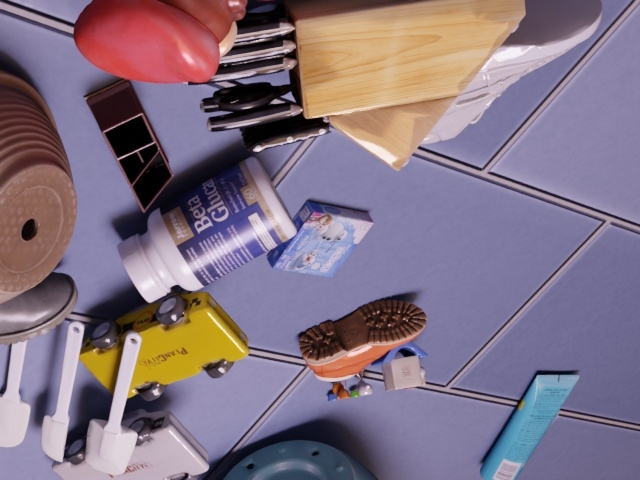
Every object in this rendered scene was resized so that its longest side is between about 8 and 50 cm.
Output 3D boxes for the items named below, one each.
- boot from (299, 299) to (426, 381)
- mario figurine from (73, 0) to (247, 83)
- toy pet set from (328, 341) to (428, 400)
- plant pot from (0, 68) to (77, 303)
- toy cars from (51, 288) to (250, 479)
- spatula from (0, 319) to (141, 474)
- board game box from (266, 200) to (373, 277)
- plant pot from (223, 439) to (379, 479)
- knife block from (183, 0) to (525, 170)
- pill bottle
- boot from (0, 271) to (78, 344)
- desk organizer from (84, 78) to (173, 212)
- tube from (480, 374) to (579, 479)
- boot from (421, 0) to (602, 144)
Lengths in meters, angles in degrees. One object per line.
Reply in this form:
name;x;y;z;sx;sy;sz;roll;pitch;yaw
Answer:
boot;0.055;0.125;1.816;0.158;0.059;0.084;-17;145;-1
mario figurine;-0.088;-0.271;1.251;0.320;0.170;0.198;-43;105;2
toy pet set;0.078;0.159;1.882;0.122;0.065;0.114;-7;173;-21
plant pot;-0.289;-0.028;1.292;0.237;0.110;0.237;-39;141;-42
toy cars;-0.190;0.171;1.685;0.176;0.087;0.393;19;133;-2
spatula;-0.275;0.164;1.630;0.168;0.019;0.242;18;129;-1
board game box;0.000;0.000;1.663;0.090;0.020;0.090;9;129;-40
plant pot;-0.019;0.399;1.912;0.293;0.293;0.235;-21;127;-9
knife block;0.015;-0.190;1.363;0.242;0.088;0.275;35;103;-22
pill bottle;-0.118;-0.007;1.522;0.169;0.094;0.094;-29;142;1
boot;-0.342;0.023;1.436;0.190;0.076;0.208;-20;140;-11
desk organizer;-0.177;-0.089;1.426;0.047;0.050;0.130;-25;142;-4
tube;0.296;0.270;2.137;0.080;0.052;0.207;-1;130;-38
boot;0.160;-0.177;1.515;0.258;0.095;0.123;-16;148;-2
